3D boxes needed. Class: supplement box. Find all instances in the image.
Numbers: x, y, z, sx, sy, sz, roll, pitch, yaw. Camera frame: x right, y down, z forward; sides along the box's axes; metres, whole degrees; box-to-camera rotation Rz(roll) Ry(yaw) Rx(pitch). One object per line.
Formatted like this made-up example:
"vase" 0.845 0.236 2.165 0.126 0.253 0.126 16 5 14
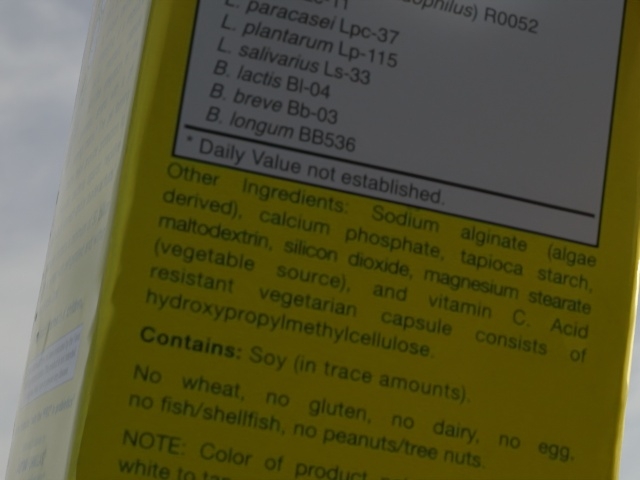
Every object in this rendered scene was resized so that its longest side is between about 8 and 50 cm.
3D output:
"supplement box" 0.000 0.000 0.710 0.194 0.356 0.195 12 -13 -15
